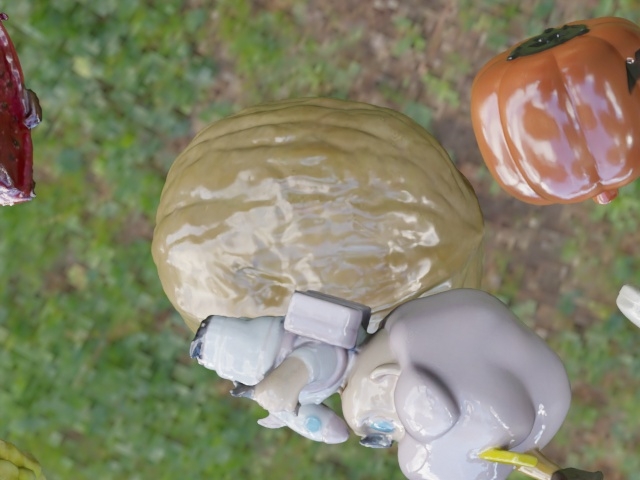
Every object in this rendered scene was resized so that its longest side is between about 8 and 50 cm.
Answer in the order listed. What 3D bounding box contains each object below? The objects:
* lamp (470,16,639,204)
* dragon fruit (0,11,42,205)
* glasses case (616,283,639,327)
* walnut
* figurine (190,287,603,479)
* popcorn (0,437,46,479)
[{"bbox_3d":[0.230,-0.108,1.750,0.187,0.187,0.164,-14,105,36],"label":"lamp"},{"bbox_3d":[-0.337,-0.122,1.322,0.211,0.134,0.262,-18,139,24],"label":"dragon fruit"},{"bbox_3d":[0.400,0.102,2.037,0.204,0.081,0.051,27,97,-15],"label":"glasses case"},{"bbox_3d":[0.000,0.000,1.471,0.261,0.225,0.225,-3,133,26],"label":"walnut"},{"bbox_3d":[0.045,0.075,1.047,0.229,0.112,0.137,12,173,9],"label":"figurine"},{"bbox_3d":[-0.236,0.161,1.195,0.126,0.145,0.126,-50,61,22],"label":"popcorn"}]
